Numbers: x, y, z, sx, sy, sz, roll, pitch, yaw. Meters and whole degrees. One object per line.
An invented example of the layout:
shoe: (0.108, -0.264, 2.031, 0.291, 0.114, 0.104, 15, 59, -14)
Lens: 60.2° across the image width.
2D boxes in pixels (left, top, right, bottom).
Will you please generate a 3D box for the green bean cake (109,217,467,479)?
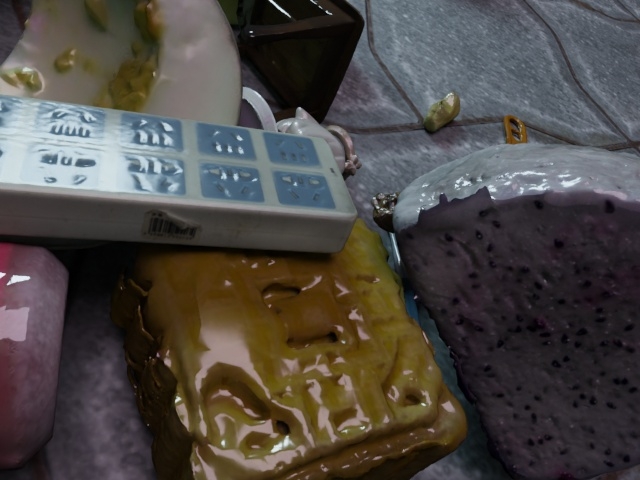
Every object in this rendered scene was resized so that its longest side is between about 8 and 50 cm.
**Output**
green bean cake: (-0.027, 0.089, 0.427, 0.230, 0.131, 0.224, -5, 56, -31)

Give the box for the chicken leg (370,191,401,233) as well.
chicken leg: (0.134, -0.031, 0.630, 0.198, 0.069, 0.085, -1, 81, -40)

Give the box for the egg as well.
egg: (-0.189, -0.120, 0.490, 0.206, 0.162, 0.271, 26, 89, -24)

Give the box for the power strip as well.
power strip: (-0.149, -0.047, 0.371, 0.367, 0.043, 0.106, 3, 42, -22)

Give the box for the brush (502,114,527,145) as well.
brush: (0.296, -0.093, 0.816, 0.090, 0.017, 0.314, 24, 47, -12)

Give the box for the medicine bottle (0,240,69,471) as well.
medicine bottle: (-0.281, 0.062, 0.310, 0.247, 0.147, 0.147, 7, 53, -24)

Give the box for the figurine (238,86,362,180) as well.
figurine: (-0.033, -0.091, 0.582, 0.154, 0.132, 0.132, -7, 58, -42)

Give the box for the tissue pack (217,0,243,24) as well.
tissue pack: (-0.178, -0.373, 0.713, 0.234, 0.125, 0.159, -16, 65, -37)

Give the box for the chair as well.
chair: (-0.025, -0.258, 0.686, 0.319, 0.160, 0.186, -25, 64, -38)

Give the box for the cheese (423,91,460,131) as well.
cheese: (0.180, -0.192, 0.813, 0.030, 0.044, 0.083, 33, 47, 22)

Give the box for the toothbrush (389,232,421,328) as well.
toothbrush: (0.093, 0.060, 0.584, 0.019, 0.025, 0.275, 12, 50, -21)

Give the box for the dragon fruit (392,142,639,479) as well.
dragon fruit: (0.214, 0.034, 0.480, 0.283, 0.221, 0.204, 60, 31, -13)
